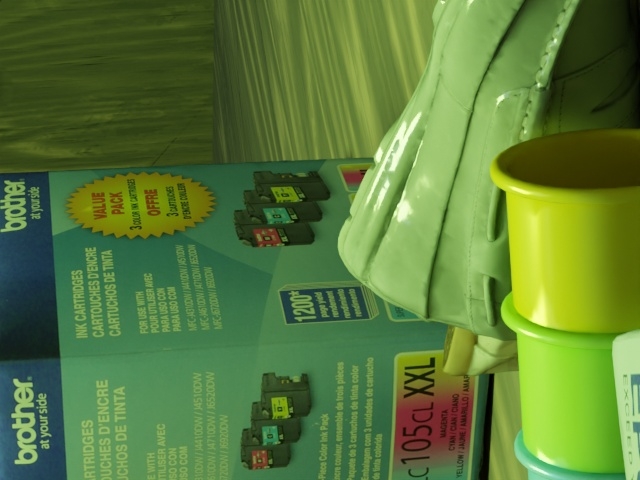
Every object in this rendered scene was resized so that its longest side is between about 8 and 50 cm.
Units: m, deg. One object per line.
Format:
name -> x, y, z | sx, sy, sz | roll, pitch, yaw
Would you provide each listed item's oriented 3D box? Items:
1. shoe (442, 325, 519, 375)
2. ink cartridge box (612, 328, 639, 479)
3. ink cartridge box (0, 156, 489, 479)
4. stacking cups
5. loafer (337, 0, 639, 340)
shoe -> 0.109, -0.010, 1.069 | 0.076, 0.058, 0.219 | -73, -7, -48
ink cartridge box -> 0.173, 0.179, 0.602 | 0.330, 0.071, 0.324 | 133, 133, -82
ink cartridge box -> -0.102, 0.066, 1.384 | 0.270, 0.395, 0.151 | -108, 15, -60
stacking cups -> 0.132, 0.112, 0.857 | 0.096, 0.096, 0.316 | -114, 17, -69
loafer -> 0.104, -0.074, 0.898 | 0.112, 0.111, 0.319 | -52, -11, -40
